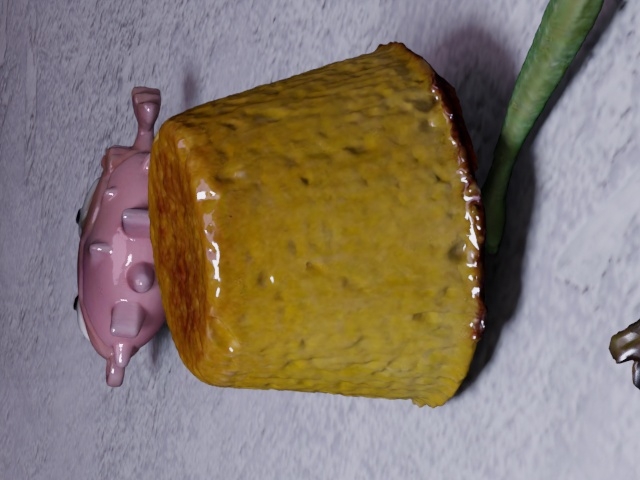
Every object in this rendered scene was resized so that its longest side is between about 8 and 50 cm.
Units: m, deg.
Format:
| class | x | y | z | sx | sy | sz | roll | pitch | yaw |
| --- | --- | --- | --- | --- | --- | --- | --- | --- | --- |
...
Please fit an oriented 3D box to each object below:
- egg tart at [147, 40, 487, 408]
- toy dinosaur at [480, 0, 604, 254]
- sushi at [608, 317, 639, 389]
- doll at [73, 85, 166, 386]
| class | x | y | z | sx | sy | sz | roll | pitch | yaw |
| --- | --- | --- | --- | --- | --- | --- | --- | --- | --- |
| egg tart | 0.000 | 0.000 | 0.981 | 0.215 | 0.171 | 0.215 | 172 | 90 | -72 |
| toy dinosaur | 0.151 | -0.218 | 0.833 | 0.301 | 0.087 | 0.447 | 125 | 156 | -85 |
| sushi | 0.203 | -0.003 | 0.499 | 0.287 | 0.140 | 0.149 | 132 | 147 | -57 |
| doll | -0.165 | -0.003 | 1.505 | 0.211 | 0.093 | 0.261 | -145 | 61 | -73 |
